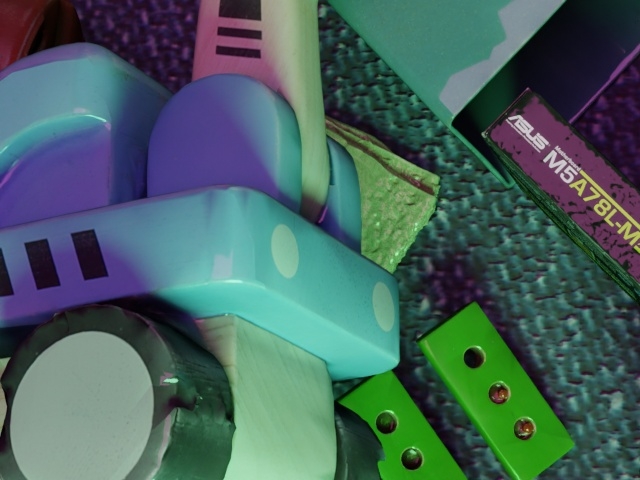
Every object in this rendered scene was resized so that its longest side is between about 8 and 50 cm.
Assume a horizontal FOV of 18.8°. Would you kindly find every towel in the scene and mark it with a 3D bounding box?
[{"bbox_3d":[0.000,0.000,1.225,0.110,0.027,0.148,31,90,14],"label":"towel"}]

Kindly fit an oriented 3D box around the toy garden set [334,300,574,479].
[{"bbox_3d":[0.050,0.190,1.158,0.244,0.049,0.204,-35,92,-14],"label":"toy garden set"}]

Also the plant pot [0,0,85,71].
[{"bbox_3d":[-0.297,-0.074,1.198,0.265,0.272,0.272,9,85,6],"label":"plant pot"}]

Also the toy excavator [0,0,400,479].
[{"bbox_3d":[-0.058,-0.052,1.018,0.433,0.222,0.445,-12,69,26],"label":"toy excavator"}]

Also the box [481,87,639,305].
[{"bbox_3d":[0.181,0.006,1.100,0.045,0.184,0.190,-46,75,5],"label":"box"}]

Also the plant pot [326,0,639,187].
[{"bbox_3d":[0.073,-0.183,1.168,0.165,0.166,0.234,-47,69,4],"label":"plant pot"}]
